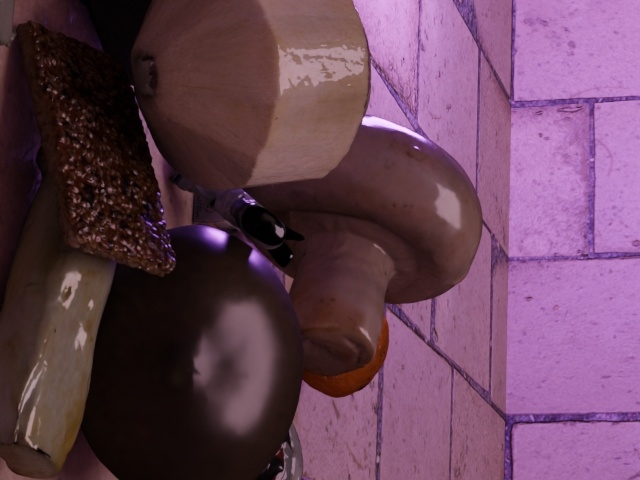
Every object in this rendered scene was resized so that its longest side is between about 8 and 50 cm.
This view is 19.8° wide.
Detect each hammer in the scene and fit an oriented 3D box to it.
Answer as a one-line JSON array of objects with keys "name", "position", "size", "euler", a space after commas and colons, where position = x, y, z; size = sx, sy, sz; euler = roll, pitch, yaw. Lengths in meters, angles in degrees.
[{"name": "hammer", "position": [-0.075, -0.026, 1.721], "size": [0.044, 0.152, 0.427], "euler": [-52, -176, 0]}]

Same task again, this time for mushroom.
[{"name": "mushroom", "position": [-0.219, 0.046, 1.534], "size": [0.100, 0.081, 0.312], "euler": [43, 44, -43]}, {"name": "mushroom", "position": [0.022, 0.011, 2.048], "size": [0.292, 0.292, 0.290], "euler": [64, 40, -54]}]

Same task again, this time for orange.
[{"name": "orange", "position": [0.023, 0.128, 2.287], "size": [0.117, 0.135, 0.135], "euler": [22, 62, -36]}]

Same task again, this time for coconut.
[{"name": "coconut", "position": [-0.070, -0.144, 1.599], "size": [0.222, 0.202, 0.202], "euler": [-3, 91, -41]}]

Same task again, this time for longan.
[{"name": "longan", "position": [-0.117, 0.118, 1.638], "size": [0.246, 0.215, 0.246], "euler": [-21, 90, -82]}]

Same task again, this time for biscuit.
[{"name": "biscuit", "position": [-0.189, -0.080, 1.551], "size": [0.131, 0.025, 0.231], "euler": [21, 44, -50]}]

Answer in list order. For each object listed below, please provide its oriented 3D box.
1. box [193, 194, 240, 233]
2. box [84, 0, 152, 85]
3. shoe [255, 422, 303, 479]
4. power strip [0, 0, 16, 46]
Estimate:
[{"name": "box", "position": [-0.109, -0.118, 2.008], "size": [0.055, 0.039, 0.218], "euler": [36, 54, -68]}, {"name": "box", "position": [-0.149, -0.294, 1.755], "size": [0.178, 0.138, 0.274], "euler": [78, 21, -49]}, {"name": "shoe", "position": [-0.077, 0.193, 1.961], "size": [0.125, 0.099, 0.227], "euler": [60, 26, -73]}, {"name": "power strip", "position": [-0.289, -0.219, 1.378], "size": [0.288, 0.053, 0.093], "euler": [44, 46, -66]}]
